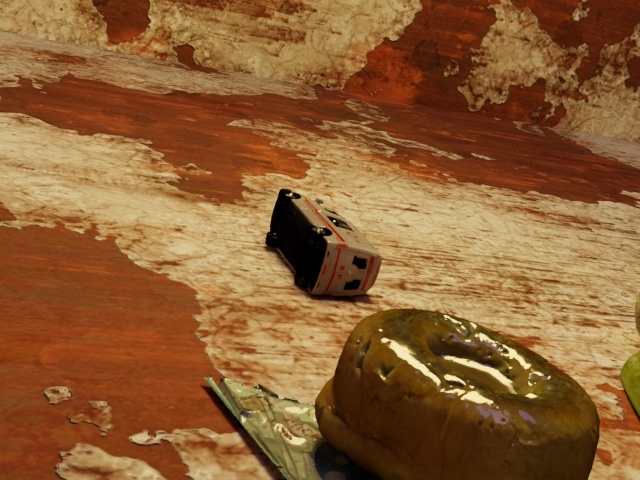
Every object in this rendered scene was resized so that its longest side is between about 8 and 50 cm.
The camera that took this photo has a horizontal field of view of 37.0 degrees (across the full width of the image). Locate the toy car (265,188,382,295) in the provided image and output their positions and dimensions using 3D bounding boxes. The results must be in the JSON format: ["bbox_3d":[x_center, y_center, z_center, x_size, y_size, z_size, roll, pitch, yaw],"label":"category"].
[{"bbox_3d":[0.000,0.000,1.354,0.108,0.090,0.210,5,23,-26],"label":"toy car"}]

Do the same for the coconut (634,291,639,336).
[{"bbox_3d":[0.536,0.100,1.336,0.170,0.171,0.182,28,27,37],"label":"coconut"}]

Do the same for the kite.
[{"bbox_3d":[0.065,0.206,0.927,0.405,0.014,0.368,16,18,8],"label":"kite"}]

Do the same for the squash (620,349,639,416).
[{"bbox_3d":[0.484,0.197,1.103,0.203,0.111,0.289,16,17,1],"label":"squash"}]

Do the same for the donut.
[{"bbox_3d":[0.132,0.160,0.882,0.261,0.128,0.208,27,23,33],"label":"donut"}]
